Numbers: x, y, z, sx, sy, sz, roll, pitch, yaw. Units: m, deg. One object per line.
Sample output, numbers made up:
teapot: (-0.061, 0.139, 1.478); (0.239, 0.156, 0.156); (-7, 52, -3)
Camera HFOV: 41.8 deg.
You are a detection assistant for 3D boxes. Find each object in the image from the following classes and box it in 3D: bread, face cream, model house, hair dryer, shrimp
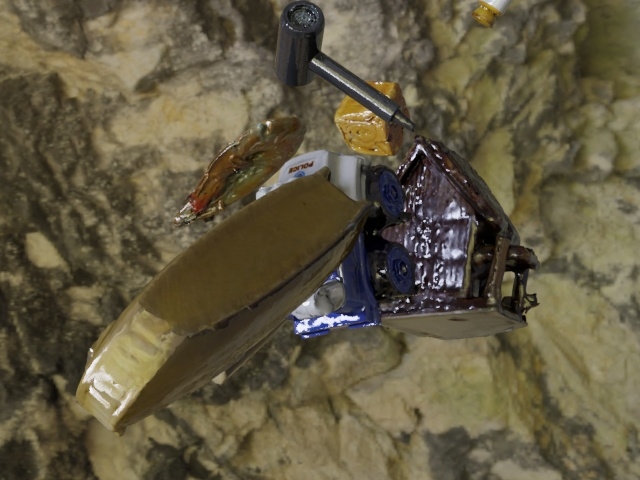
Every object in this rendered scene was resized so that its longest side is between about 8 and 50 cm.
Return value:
bread: (0.141, -0.319, 2.192); (0.149, 0.158, 0.143); (55, -129, -40)
face cream: (0.344, -0.476, 1.528); (0.051, 0.072, 0.182); (29, -78, -22)
model house: (0.221, -0.001, 1.311); (0.317, 0.297, 0.282); (23, -113, -55)
hair dryer: (0.042, -0.247, 1.242); (0.070, 0.255, 0.128); (-49, -14, -25)
shrimp: (-0.145, -0.108, 1.366); (0.062, 0.294, 0.154); (56, -156, 19)

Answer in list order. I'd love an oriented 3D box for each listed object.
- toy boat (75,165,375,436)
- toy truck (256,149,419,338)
toy boat: (-0.065, 0.041, 0.650); (0.089, 0.121, 0.321); (38, -142, 9)
toy truck: (0.000, 0.000, 0.963); (0.177, 0.161, 0.213); (14, -115, -54)
